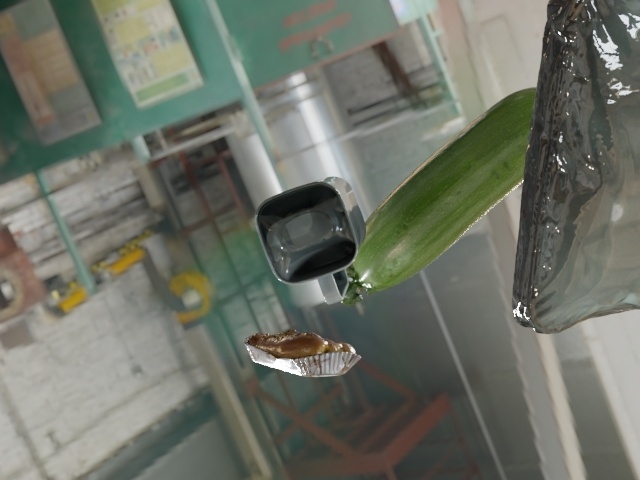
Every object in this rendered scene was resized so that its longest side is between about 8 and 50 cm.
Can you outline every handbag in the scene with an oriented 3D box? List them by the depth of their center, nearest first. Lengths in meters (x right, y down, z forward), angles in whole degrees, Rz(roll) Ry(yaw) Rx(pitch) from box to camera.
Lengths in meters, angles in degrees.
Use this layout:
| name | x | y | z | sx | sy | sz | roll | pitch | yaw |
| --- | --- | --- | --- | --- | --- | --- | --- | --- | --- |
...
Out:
| name | x | y | z | sx | sy | sz | roll | pitch | yaw |
| --- | --- | --- | --- | --- | --- | --- | --- | --- | --- |
| handbag | 0.253 | -0.075 | 1.001 | 0.191 | 0.332 | 0.075 | -9 | -149 | -20 |

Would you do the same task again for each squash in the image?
| name | x | y | z | sx | sy | sz | roll | pitch | yaw |
| --- | --- | --- | --- | --- | --- | --- | --- | --- | --- |
| squash | 0.144 | -0.048 | 1.471 | 0.378 | 0.101 | 0.101 | -43 | 178 | 29 |

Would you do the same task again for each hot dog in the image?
| name | x | y | z | sx | sy | sz | roll | pitch | yaw |
| --- | --- | --- | --- | --- | --- | --- | --- | --- | --- |
| hot dog | -0.030 | 0.151 | 1.708 | 0.108 | 0.059 | 0.191 | 6 | 178 | -36 |

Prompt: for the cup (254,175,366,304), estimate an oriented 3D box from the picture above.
| name | x | y | z | sx | sy | sz | roll | pitch | yaw |
| --- | --- | --- | --- | --- | --- | --- | --- | --- | --- |
| cup | 0.000 | 0.000 | 1.316 | 0.095 | 0.128 | 0.129 | -20 | -175 | 12 |
